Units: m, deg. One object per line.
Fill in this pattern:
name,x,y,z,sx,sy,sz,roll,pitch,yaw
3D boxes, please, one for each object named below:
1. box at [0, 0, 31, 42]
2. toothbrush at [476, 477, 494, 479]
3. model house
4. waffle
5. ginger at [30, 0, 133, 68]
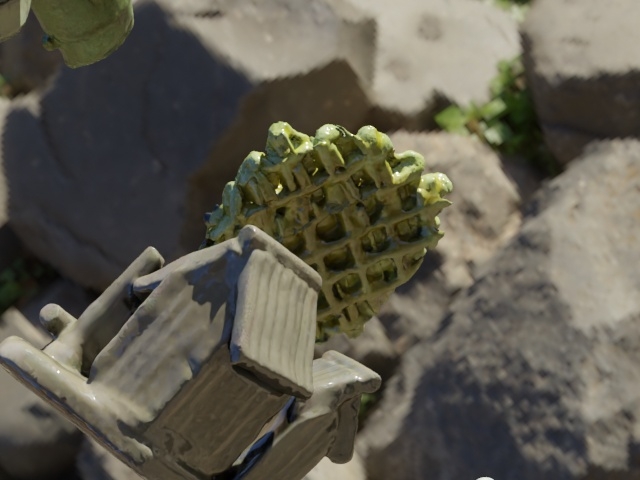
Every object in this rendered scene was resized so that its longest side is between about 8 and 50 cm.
box,-0.191,-0.211,0.668,0.166,0.290,0.220,-9,11,14
toothbrush,0.209,0.240,1.080,0.040,0.386,0.040,-25,45,27
model house,-0.067,0.089,1.076,0.188,0.229,0.122,-42,44,2
waffle,0.000,0.000,2.026,0.317,0.297,0.073,-56,35,26
ginger,-0.251,-0.223,1.349,0.089,0.290,0.137,13,92,33
